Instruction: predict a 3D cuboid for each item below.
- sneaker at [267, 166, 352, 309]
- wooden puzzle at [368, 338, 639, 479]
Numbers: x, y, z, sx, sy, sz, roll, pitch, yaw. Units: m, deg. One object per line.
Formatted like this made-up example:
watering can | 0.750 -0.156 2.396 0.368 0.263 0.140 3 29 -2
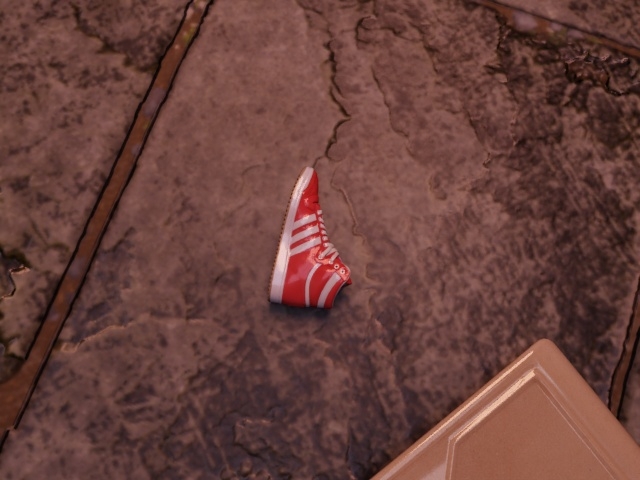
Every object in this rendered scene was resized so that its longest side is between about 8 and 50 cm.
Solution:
sneaker | 0.000 0.000 0.530 0.067 0.042 0.118 12 84 4
wooden puzzle | 0.162 0.230 0.490 0.239 0.044 0.221 -35 81 -15
